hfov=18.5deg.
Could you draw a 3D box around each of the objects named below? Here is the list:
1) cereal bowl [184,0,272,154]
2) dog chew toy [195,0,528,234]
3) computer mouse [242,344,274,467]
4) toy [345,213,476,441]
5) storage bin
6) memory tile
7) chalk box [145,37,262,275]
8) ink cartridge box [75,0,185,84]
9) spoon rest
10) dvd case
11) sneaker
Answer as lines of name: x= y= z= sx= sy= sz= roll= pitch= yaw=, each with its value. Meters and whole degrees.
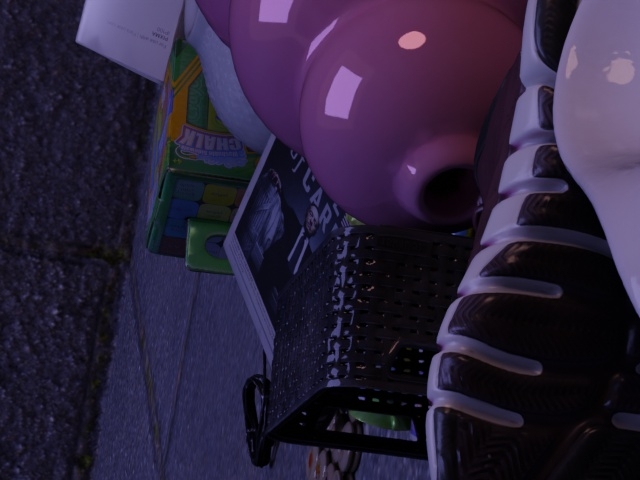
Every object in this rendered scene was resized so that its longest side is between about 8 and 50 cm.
cereal bowl: x=-0.033 y=-0.233 z=1.656 sx=0.339 sy=0.141 sz=0.339 roll=-173 pitch=90 yaw=-80
dog chew toy: x=0.034 y=-0.129 z=1.071 sx=0.332 sy=0.206 sz=0.207 roll=-105 pitch=24 yaw=-47
computer mouse: x=-0.034 y=0.094 z=1.705 sx=0.071 sy=0.041 sz=0.242 roll=-123 pitch=35 yaw=-50
toy: x=0.050 y=0.000 z=1.193 sx=0.137 sy=0.056 sz=0.237 roll=-150 pitch=65 yaw=-64
storage bin: x=0.046 y=0.058 z=1.027 sx=0.180 sy=0.122 sz=0.084 roll=129 pitch=148 yaw=-70
memory tile: x=0.011 y=0.142 z=1.461 sx=0.148 sy=0.012 sz=0.113 roll=-147 pitch=65 yaw=-78
chalk box: x=-0.089 y=-0.063 z=1.842 sx=0.132 sy=0.132 sz=0.213 roll=111 pitch=163 yaw=-51
ink cartridge box: x=-0.119 y=-0.316 z=1.952 sx=0.207 sy=0.117 sz=0.283 roll=-28 pitch=-41 yaw=-61
spoon rest: x=0.136 y=-0.038 z=0.685 sx=0.137 sy=0.084 sz=0.276 roll=-47 pitch=32 yaw=34
dvd case: x=0.000 y=0.000 z=1.390 sx=0.179 sy=0.029 sz=0.239 roll=67 pitch=150 yaw=31
sneaker: x=0.105 y=0.018 z=0.857 sx=0.162 sy=0.106 sz=0.281 roll=113 pitch=173 yaw=-74
